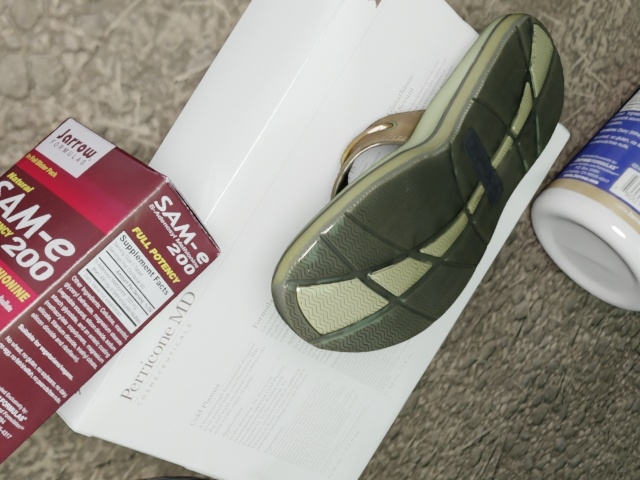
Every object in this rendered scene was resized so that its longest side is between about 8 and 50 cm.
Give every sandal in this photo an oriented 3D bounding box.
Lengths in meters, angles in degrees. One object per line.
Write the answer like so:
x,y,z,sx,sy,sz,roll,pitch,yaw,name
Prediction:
0.067,-0.041,0.701,0.303,0.086,0.120,-49,130,-31,sandal

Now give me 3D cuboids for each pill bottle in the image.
0.341,-0.072,0.996,0.265,0.153,0.153,-45,134,-13,pill bottle

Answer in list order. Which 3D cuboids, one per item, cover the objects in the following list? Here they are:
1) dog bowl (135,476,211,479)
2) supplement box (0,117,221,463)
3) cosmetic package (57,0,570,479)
-0.152,0.403,0.823,0.408,0.150,0.408,-19,123,-33,dog bowl
-0.191,0.044,0.612,0.239,0.130,0.073,-45,133,-15,supplement box
0.000,0.000,0.779,0.284,0.097,0.377,34,88,-47,cosmetic package
